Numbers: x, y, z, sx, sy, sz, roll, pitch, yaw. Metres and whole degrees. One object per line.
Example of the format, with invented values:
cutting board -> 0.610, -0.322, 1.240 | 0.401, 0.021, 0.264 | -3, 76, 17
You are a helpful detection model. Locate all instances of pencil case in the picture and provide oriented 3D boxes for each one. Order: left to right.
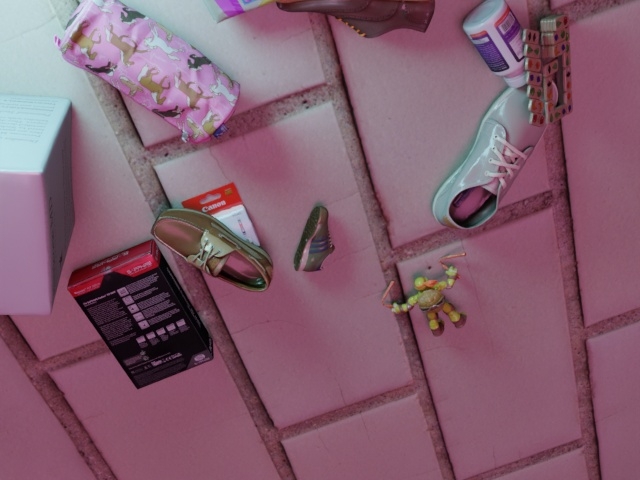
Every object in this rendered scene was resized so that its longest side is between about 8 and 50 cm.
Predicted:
pencil case -> -0.358, -0.362, 1.514 | 0.386, 0.167, 0.160 | 33, 141, -25

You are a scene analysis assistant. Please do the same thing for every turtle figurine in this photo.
turtle figurine -> 0.324, 0.163, 1.982 | 0.269, 0.087, 0.217 | -33, 120, 9

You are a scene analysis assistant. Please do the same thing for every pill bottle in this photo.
pill bottle -> 0.420, -0.448, 1.638 | 0.108, 0.108, 0.193 | -38, 119, 11

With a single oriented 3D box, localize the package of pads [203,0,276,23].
package of pads -> -0.130, -0.583, 1.395 | 0.296, 0.101, 0.229 | -14, 137, 18

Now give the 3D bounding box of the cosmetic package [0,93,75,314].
cosmetic package -> -0.697, -0.087, 1.465 | 0.327, 0.394, 0.330 | 2, 120, -12

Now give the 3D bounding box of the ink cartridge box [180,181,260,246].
ink cartridge box -> -0.247, -0.040, 1.783 | 0.145, 0.045, 0.179 | -20, 124, 1

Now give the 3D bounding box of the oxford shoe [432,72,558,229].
oxford shoe -> 0.444, -0.202, 1.775 | 0.169, 0.130, 0.449 | 27, 109, -19

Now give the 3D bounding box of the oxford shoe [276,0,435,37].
oxford shoe -> 0.076, -0.497, 1.538 | 0.363, 0.130, 0.133 | -2, 128, -8

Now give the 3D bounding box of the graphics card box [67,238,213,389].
graphics card box -> -0.454, 0.196, 1.850 | 0.232, 0.094, 0.371 | -23, 120, 2

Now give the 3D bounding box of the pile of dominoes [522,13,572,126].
pile of dominoes -> 0.545, -0.390, 1.660 | 0.196, 0.040, 0.251 | -30, 120, -36

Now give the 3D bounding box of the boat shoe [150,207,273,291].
boat shoe -> -0.251, 0.028, 1.729 | 0.323, 0.120, 0.123 | 25, 109, -20

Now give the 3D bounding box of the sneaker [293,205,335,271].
sneaker -> 0.000, 0.000, 1.846 | 0.086, 0.064, 0.192 | 10, 118, -24
